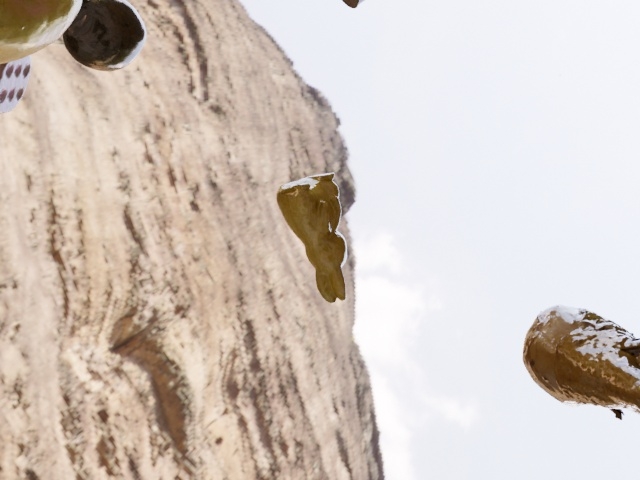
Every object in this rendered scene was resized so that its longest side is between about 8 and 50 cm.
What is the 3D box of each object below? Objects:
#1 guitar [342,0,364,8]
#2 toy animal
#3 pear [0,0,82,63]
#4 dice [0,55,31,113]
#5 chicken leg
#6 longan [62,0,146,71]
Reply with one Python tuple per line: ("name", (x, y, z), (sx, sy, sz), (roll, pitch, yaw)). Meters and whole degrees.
("guitar", (0.046, -0.350, 1.116), (0.038, 0.271, 0.084), (-37, -93, -11))
("toy animal", (-0.001, 0.000, 1.218), (0.083, 0.070, 0.159), (-12, -78, 50))
("pear", (-0.291, -0.230, 0.821), (0.178, 0.178, 0.178), (2, -80, 13))
("dice", (-0.436, -0.222, 1.269), (0.091, 0.093, 0.094), (22, -76, 4))
("chicken leg", (0.241, 0.109, 0.787), (0.101, 0.207, 0.085), (32, -92, -19))
("longan", (-0.292, -0.279, 1.296), (0.106, 0.119, 0.106), (-20, -129, 27))
